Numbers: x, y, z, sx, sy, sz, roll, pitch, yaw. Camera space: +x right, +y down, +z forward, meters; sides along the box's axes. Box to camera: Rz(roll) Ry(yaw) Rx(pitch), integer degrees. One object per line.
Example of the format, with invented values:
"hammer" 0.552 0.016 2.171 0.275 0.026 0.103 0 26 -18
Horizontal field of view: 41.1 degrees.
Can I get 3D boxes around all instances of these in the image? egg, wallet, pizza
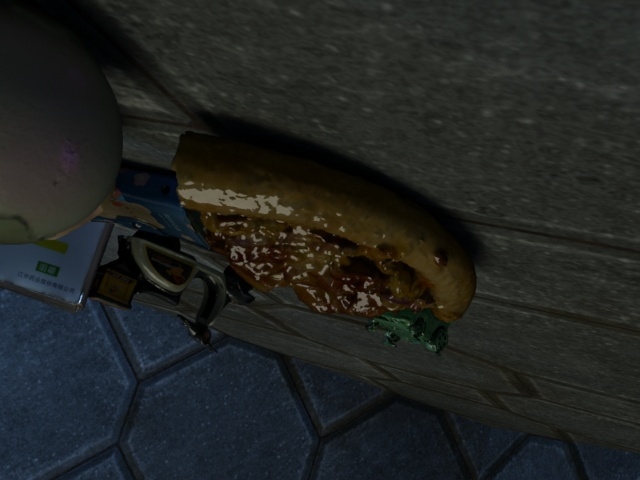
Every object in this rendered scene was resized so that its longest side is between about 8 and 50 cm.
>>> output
"egg" -0.252 -0.092 0.637 0.183 0.183 0.217 13 176 17
"wallet" -0.230 -0.052 1.068 0.202 0.059 0.141 12 160 16
"pizza" 0.000 0.000 0.891 0.277 0.114 0.408 -3 155 44

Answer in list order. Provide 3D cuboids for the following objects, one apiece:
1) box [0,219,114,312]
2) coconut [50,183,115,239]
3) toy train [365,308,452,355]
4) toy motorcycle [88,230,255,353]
"box" -0.472 -0.031 1.217 0.332 0.173 0.145 20 165 -12
"coconut" -0.279 -0.080 0.837 0.147 0.147 0.153 17 165 3
"toy train" 0.138 0.119 1.276 0.099 0.081 0.149 8 159 36
"toy motorcycle" -0.224 0.072 1.366 0.263 0.157 0.091 27 166 -29
